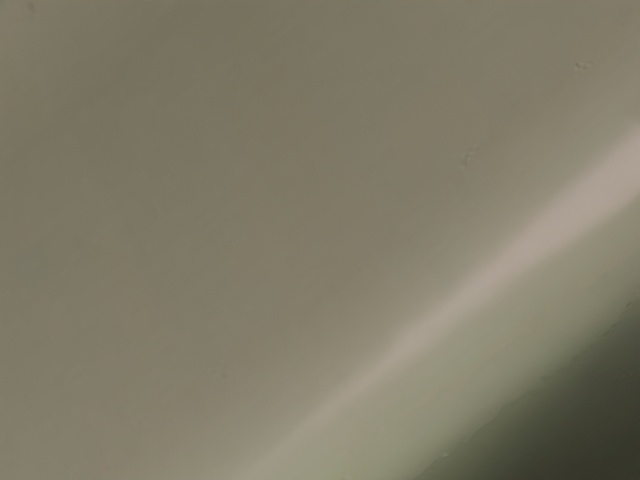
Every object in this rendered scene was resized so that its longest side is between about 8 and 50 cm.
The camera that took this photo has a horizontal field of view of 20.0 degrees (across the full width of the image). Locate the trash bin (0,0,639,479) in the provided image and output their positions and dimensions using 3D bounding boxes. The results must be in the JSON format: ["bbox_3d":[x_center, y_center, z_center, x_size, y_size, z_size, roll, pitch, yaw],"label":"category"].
[{"bbox_3d":[0.000,0.000,0.527,0.367,0.296,0.256,-39,61,30],"label":"trash bin"}]
